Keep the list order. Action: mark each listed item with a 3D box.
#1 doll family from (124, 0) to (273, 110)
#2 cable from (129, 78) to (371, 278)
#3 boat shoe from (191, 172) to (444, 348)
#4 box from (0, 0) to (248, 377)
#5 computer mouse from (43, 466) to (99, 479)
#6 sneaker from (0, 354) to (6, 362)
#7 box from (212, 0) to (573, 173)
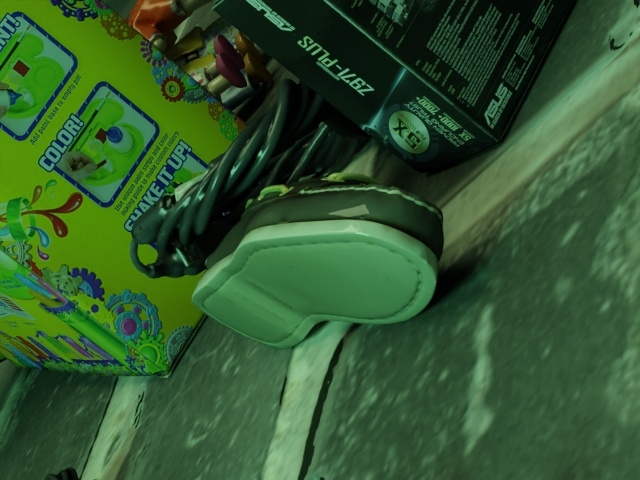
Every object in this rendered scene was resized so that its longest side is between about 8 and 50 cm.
[{"bbox_3d":[-0.119,-0.126,1.308,0.163,0.118,0.263,-34,33,18],"label":"doll family"},{"bbox_3d":[-0.028,-0.051,0.872,0.184,0.047,0.150,-31,-15,-48],"label":"cable"},{"bbox_3d":[0.000,0.000,0.742,0.069,0.081,0.227,-63,16,-19],"label":"boat shoe"},{"bbox_3d":[-0.225,-0.054,1.063,0.290,0.279,0.177,-5,50,59],"label":"box"},{"bbox_3d":[-0.221,0.238,0.889,0.262,0.060,0.184,-45,19,24],"label":"computer mouse"},{"bbox_3d":[-0.260,-0.014,1.396,0.295,0.123,0.109,-60,18,-17],"label":"sneaker"},{"bbox_3d":[0.056,-0.152,0.788,0.077,0.147,0.180,-21,36,60],"label":"box"}]
